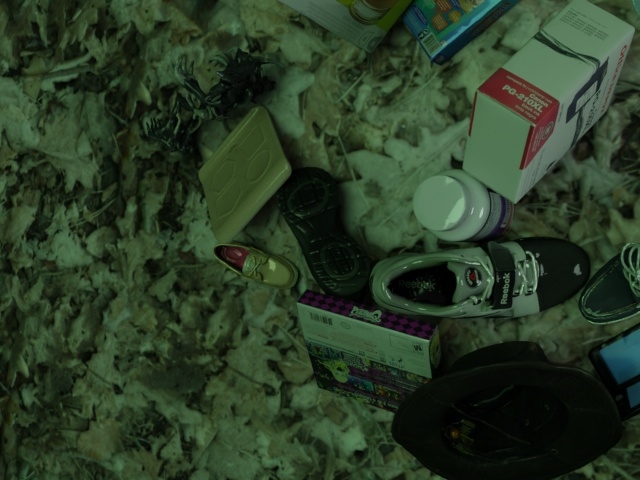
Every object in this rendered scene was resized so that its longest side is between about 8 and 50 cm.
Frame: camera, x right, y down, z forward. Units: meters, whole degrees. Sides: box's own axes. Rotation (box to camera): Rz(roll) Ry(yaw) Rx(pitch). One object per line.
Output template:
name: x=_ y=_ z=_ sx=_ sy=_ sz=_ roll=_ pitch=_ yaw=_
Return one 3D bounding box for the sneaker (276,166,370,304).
sneaker: x=0.000 y=0.000 z=1.485 sx=0.109 sy=0.130 sz=0.286 roll=-16 pitch=55 yaw=-6

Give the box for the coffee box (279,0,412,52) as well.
coffee box: x=-0.003 y=-0.558 z=1.340 sx=0.334 sy=0.338 sz=0.338 roll=-50 pitch=57 yaw=19

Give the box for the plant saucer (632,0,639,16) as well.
plant saucer: x=0.538 y=-0.369 z=1.241 sx=0.195 sy=0.037 sz=0.194 roll=-1 pitch=89 yaw=29

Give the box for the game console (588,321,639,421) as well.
game console: x=0.453 y=0.182 z=1.260 sx=0.122 sy=0.107 sz=0.071 roll=-36 pitch=101 yaw=24

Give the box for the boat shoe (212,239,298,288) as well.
boat shoe: x=-0.121 y=0.044 z=1.577 sx=0.170 sy=0.059 sz=0.063 roll=19 pitch=98 yaw=28

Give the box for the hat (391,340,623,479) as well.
hat: x=0.271 y=0.232 z=1.298 sx=0.331 sy=0.331 sz=0.134 roll=-18 pitch=38 yaw=27

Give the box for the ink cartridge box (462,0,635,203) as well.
ink cartridge box: x=0.313 y=-0.194 z=1.224 sx=0.100 sy=0.172 sz=0.237 roll=37 pitch=65 yaw=23

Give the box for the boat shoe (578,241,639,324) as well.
boat shoe: x=0.471 y=0.040 z=1.245 sx=0.255 sy=0.079 sz=0.095 roll=-32 pitch=75 yaw=24

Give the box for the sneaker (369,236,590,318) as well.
sneaker: x=0.237 y=0.064 z=1.294 sx=0.331 sy=0.146 sz=0.122 roll=-8 pitch=90 yaw=4

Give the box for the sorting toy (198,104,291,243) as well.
sorting toy: x=-0.133 y=-0.117 z=1.567 sx=0.193 sy=0.038 sz=0.208 roll=-47 pitch=39 yaw=20

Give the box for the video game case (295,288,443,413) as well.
video game case: x=0.084 y=0.188 z=1.405 sx=0.232 sy=0.042 sz=0.210 roll=13 pitch=136 yaw=28

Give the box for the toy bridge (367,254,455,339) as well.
toy bridge: x=0.135 y=0.103 z=1.457 sx=0.188 sy=0.026 sz=0.063 roll=40 pitch=109 yaw=23

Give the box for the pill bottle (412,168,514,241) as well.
pill bottle: x=0.211 y=-0.051 z=1.323 sx=0.108 sy=0.193 sz=0.108 roll=-1 pitch=88 yaw=29

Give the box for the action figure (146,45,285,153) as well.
action figure: x=-0.195 y=-0.272 z=1.571 sx=0.276 sy=0.164 sz=0.140 roll=-35 pitch=78 yaw=29

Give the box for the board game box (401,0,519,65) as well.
board game box: x=0.223 y=-0.408 z=1.406 sx=0.210 sy=0.047 sz=0.160 roll=-37 pitch=72 yaw=24
